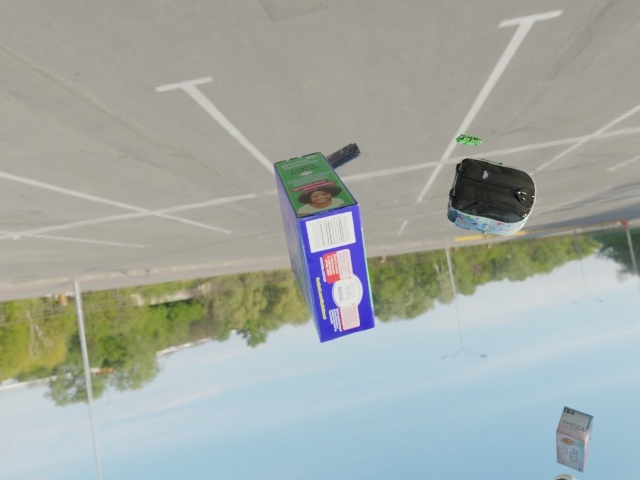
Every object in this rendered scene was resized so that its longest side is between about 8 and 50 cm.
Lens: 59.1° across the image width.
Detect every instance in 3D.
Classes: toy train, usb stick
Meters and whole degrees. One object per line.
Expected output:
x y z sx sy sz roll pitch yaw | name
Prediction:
0.328 -0.221 1.247 0.083 0.017 0.024 -1 153 -45 | toy train
-0.006 -0.216 1.732 0.278 0.045 0.077 -28 -162 9 | usb stick

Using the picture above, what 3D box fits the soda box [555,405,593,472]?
0.529 0.417 1.175 0.058 0.063 0.183 15 149 32 | soda box

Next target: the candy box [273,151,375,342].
0.000 0.000 1.136 0.122 0.268 0.317 -14 -152 -8 | candy box

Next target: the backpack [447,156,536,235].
0.545 -0.131 1.797 0.254 0.225 0.191 12 160 16 | backpack

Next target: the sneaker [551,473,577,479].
0.616 0.762 1.534 0.147 0.295 0.104 -20 -136 -34 | sneaker
